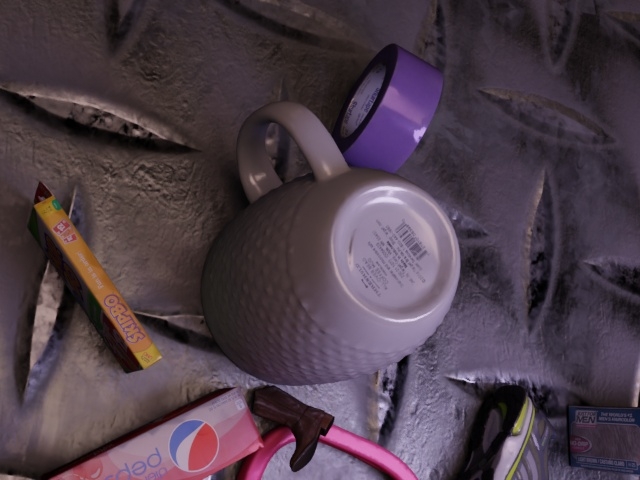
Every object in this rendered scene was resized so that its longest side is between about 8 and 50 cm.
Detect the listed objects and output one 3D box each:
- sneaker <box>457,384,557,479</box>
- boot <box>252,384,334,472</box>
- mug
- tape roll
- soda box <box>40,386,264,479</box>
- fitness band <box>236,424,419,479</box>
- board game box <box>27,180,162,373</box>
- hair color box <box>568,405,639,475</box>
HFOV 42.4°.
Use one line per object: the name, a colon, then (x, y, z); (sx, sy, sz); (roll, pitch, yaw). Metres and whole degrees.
sneaker: (0.277, 0.374, 1.232); (0.121, 0.111, 0.299); (35, 70, -18)
boot: (-0.053, 0.250, 1.115); (0.114, 0.037, 0.106); (24, 40, 19)
mug: (0.000, 0.000, 1.065); (0.276, 0.328, 0.374); (-25, 89, -26)
tape roll: (0.095, -0.190, 1.225); (0.080, 0.189, 0.188); (26, 70, -17)
soda box: (-0.211, 0.280, 1.049); (0.263, 0.083, 0.092); (-23, 89, -26)
fitness band: (0.020, 0.374, 1.147); (0.291, 0.054, 0.208); (29, 69, -14)
board game box: (-0.294, 0.051, 1.039); (0.039, 0.124, 0.259); (-32, 92, -25)
hair color box: (0.598, 0.324, 1.342); (0.348, 0.174, 0.105); (6, 78, -22)
